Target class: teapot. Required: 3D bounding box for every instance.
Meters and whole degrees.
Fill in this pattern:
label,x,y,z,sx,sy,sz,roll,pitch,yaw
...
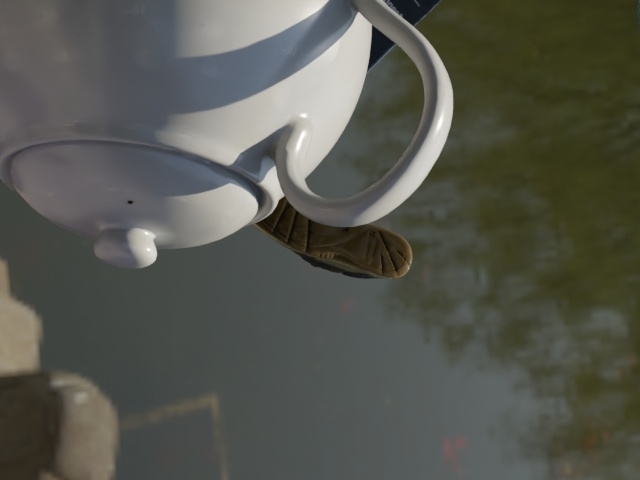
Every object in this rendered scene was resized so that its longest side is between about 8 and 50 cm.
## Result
label,x,y,z,sx,sy,sz,roll,pitch,yaw
teapot,-0.089,-0.077,0.990,0.256,0.253,0.187,143,-44,-64

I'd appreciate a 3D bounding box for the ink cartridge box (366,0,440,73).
label,x,y,z,sx,sy,sz,roll,pitch,yaw
ink cartridge box,-0.003,-0.214,1.354,0.371,0.069,0.176,-46,106,-18

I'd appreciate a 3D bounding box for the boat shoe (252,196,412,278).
label,x,y,z,sx,sy,sz,roll,pitch,yaw
boat shoe,0.000,0.000,1.517,0.049,0.152,0.056,-47,-159,61

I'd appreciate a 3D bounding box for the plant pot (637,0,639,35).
label,x,y,z,sx,sy,sz,roll,pitch,yaw
plant pot,0.426,-0.183,1.420,0.235,0.293,0.293,-4,88,-62
